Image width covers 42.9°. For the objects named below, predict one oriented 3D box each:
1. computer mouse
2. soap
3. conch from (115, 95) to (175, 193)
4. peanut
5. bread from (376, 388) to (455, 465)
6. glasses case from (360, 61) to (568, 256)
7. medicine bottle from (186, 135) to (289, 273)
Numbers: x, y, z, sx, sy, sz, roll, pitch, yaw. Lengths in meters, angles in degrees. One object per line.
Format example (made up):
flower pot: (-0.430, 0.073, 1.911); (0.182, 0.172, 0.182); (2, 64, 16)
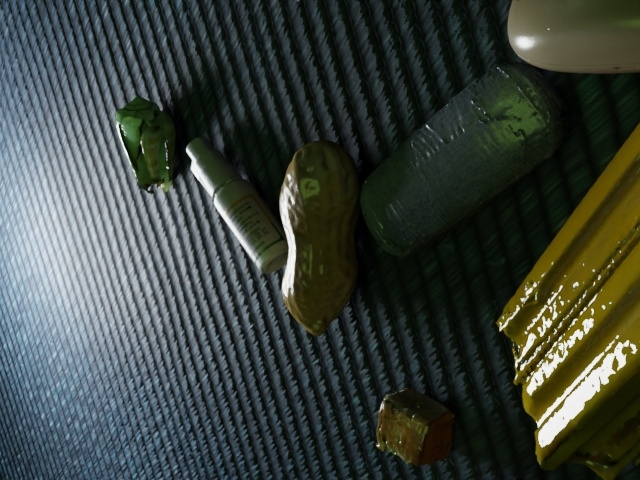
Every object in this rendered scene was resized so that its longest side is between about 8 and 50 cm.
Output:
computer mouse: (0.260, -0.207, 0.663); (0.236, 0.082, 0.145); (10, 70, 46)
soap: (0.280, 0.039, 0.689); (0.204, 0.096, 0.324); (-90, 21, -48)
conch: (-0.257, -0.141, 1.253); (0.105, 0.079, 0.170); (31, 139, 41)
peanut: (0.000, 0.000, 1.020); (0.117, 0.101, 0.263); (-101, 9, -67)
bread: (0.119, 0.229, 1.003); (0.083, 0.076, 0.070); (21, 107, 39)
glasses case: (0.142, -0.078, 0.874); (0.282, 0.067, 0.109); (-41, 77, 43)
medicine bottle: (-0.119, -0.048, 1.156); (0.221, 0.061, 0.092); (54, 153, 18)
